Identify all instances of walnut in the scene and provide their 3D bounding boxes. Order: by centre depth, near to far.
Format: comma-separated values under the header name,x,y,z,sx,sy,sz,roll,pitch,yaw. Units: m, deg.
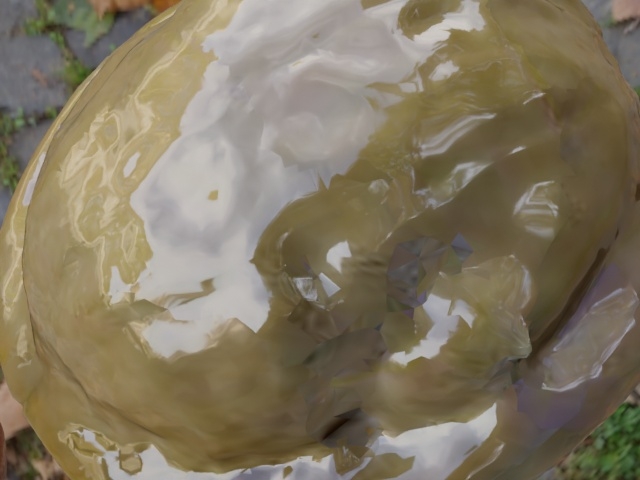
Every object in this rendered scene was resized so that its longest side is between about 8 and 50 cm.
name,x,y,z,sx,sy,sz,roll,pitch,yaw
walnut,0.014,-0.004,0.783,0.383,0.383,0.384,2,65,-5

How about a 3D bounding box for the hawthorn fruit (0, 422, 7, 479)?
name,x,y,z,sx,sy,sz,roll,pitch,yaw
hawthorn fruit,-0.379,0.221,1.363,0.132,0.133,0.138,5,78,-4
